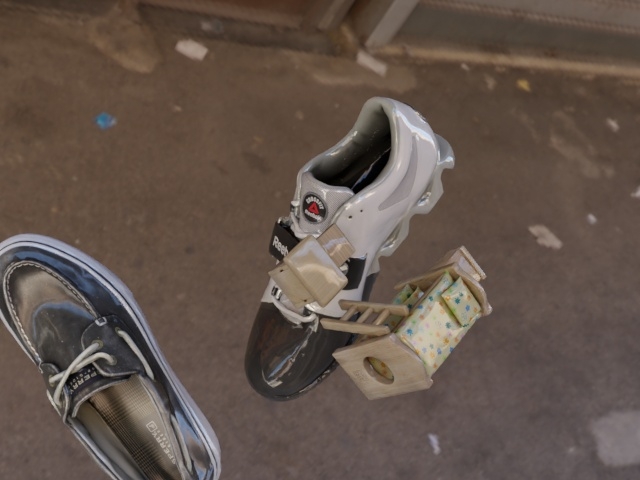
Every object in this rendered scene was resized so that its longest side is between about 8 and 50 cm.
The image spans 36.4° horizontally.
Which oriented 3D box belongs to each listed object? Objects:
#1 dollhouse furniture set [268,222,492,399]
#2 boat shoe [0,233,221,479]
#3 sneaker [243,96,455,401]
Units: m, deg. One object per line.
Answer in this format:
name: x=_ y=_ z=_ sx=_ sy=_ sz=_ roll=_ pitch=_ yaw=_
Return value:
dollhouse furniture set: x=0.076 y=0.022 z=0.892 sx=0.161 sy=0.101 sz=0.182 roll=51 pitch=56 yaw=-9
boat shoe: x=-0.213 y=0.133 z=0.969 sx=0.335 sy=0.121 sz=0.119 roll=50 pitch=5 yaw=-6
sneaker: x=0.000 y=0.000 z=0.975 sx=0.122 sy=0.330 sz=0.146 roll=26 pitch=-7 yaw=35
